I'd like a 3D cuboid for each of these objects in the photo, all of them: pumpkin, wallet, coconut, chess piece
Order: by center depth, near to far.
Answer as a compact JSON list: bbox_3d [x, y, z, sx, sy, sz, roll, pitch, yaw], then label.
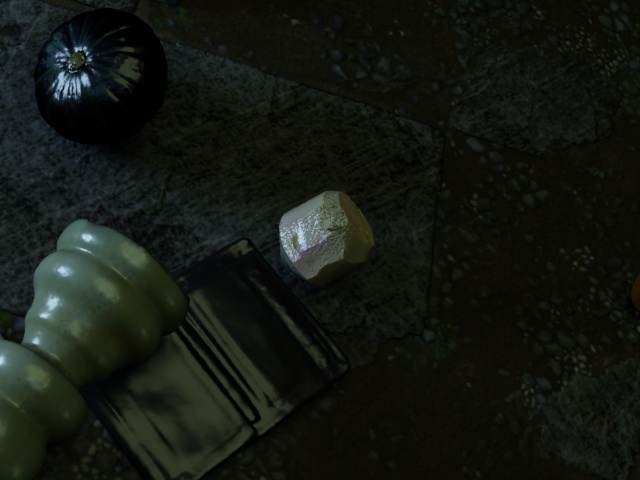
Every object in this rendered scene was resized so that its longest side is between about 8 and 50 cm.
[{"bbox_3d":[-0.317,0.152,1.605,0.182,0.182,0.330,36,64,1],"label":"chess piece"},{"bbox_3d":[-0.145,0.151,1.767,0.323,0.041,0.247,-33,75,-32],"label":"wallet"},{"bbox_3d":[-0.294,-0.220,1.861,0.194,0.194,0.150,51,25,12],"label":"pumpkin"},{"bbox_3d":[0.000,0.000,1.885,0.116,0.122,0.116,49,20,-25],"label":"coconut"}]

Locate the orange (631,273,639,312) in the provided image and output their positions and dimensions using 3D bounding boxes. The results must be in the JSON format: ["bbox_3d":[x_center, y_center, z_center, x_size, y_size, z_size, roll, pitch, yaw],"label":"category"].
[{"bbox_3d":[0.506,0.080,2.080,0.085,0.085,0.085,11,56,-17],"label":"orange"}]

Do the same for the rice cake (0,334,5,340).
[{"bbox_3d":[-0.473,0.097,1.661,0.211,0.038,0.124,42,53,6],"label":"rice cake"}]

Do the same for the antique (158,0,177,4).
[{"bbox_3d":[-0.287,-0.425,2.048,0.183,0.086,0.088,11,55,-17],"label":"antique"}]
